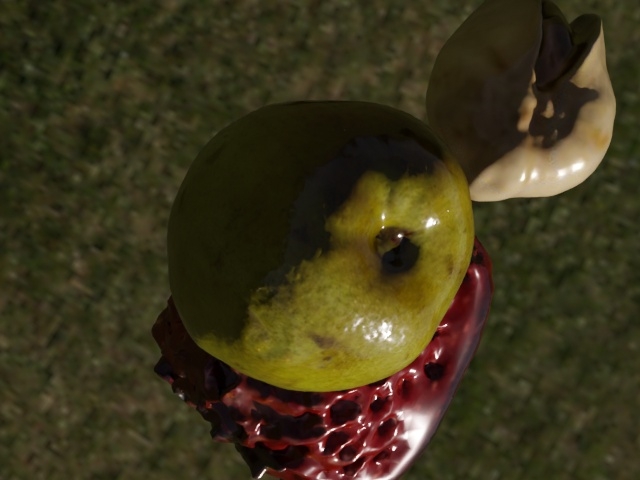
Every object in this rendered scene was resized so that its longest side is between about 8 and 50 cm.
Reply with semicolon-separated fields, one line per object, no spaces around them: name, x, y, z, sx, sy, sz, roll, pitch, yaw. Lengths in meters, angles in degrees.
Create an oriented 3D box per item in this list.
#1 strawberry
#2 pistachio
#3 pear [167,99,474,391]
strawberry;0.023;0.088;2.107;0.317;0.295;0.345;43;101;-8
pistachio;0.239;-0.175;2.362;0.238;0.229;0.321;-48;-163;41
pear;0.000;0.000;1.242;0.200;0.200;0.200;-23;125;-37
